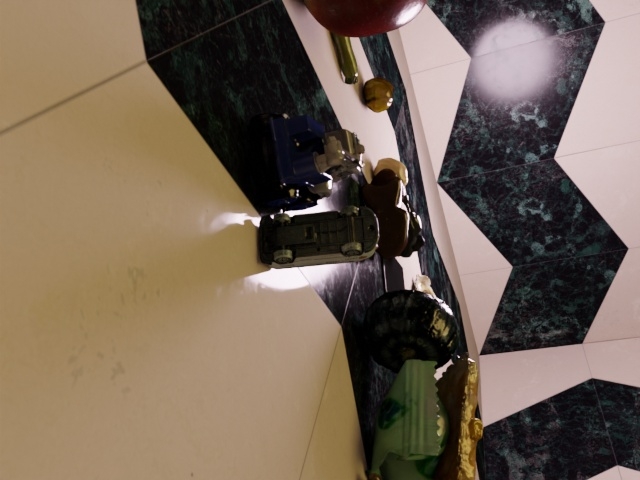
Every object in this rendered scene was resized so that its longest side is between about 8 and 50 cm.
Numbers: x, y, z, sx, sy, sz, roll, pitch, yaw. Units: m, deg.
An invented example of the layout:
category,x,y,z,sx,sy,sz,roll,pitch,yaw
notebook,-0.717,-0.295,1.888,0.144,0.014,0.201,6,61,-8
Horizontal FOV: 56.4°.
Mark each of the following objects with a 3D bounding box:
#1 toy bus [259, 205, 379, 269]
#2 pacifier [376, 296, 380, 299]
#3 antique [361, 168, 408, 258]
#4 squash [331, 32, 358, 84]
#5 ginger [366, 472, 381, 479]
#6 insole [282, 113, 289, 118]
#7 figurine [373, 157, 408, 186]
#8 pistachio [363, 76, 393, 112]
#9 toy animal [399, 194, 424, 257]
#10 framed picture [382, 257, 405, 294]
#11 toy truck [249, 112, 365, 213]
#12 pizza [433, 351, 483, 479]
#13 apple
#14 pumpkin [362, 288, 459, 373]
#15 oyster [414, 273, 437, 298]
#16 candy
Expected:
category,x,y,z,sx,sy,sz,roll,pitch,yaw
toy bus,0.000,0.000,0.984,0.089,0.194,0.087,69,16,-68
pacifier,0.170,0.195,1.559,0.099,0.078,0.081,57,41,-51
antique,0.193,-0.079,1.722,0.143,0.121,0.256,-3,83,-80
squash,0.072,-0.542,1.729,0.052,0.052,0.183,-59,134,-64
ginger,0.106,0.603,1.156,0.290,0.084,0.122,-87,179,-47
insole,-0.042,-0.214,1.269,0.197,0.004,0.065,38,45,-64
figurine,0.223,-0.204,1.947,0.196,0.108,0.114,71,20,-87
pistachio,0.192,-0.482,1.989,0.189,0.100,0.110,-82,178,-64
toy animal,0.252,-0.034,1.876,0.245,0.115,0.146,65,2,-66
framed picture,0.237,0.198,1.863,0.255,0.014,0.338,45,37,-59
toy truck,-0.016,-0.143,1.031,0.213,0.177,0.161,4,74,-71
pizza,0.298,0.516,1.455,0.392,0.080,0.434,119,-18,-67
apple,0.113,-0.658,1.450,0.277,0.349,0.348,32,49,-51
pumpkin,0.218,0.223,1.442,0.163,0.233,0.233,-72,147,-47
oyster,0.404,0.246,2.235,0.232,0.107,0.161,54,30,-13
candy,0.212,0.492,1.394,0.262,0.172,0.397,-73,160,-47
